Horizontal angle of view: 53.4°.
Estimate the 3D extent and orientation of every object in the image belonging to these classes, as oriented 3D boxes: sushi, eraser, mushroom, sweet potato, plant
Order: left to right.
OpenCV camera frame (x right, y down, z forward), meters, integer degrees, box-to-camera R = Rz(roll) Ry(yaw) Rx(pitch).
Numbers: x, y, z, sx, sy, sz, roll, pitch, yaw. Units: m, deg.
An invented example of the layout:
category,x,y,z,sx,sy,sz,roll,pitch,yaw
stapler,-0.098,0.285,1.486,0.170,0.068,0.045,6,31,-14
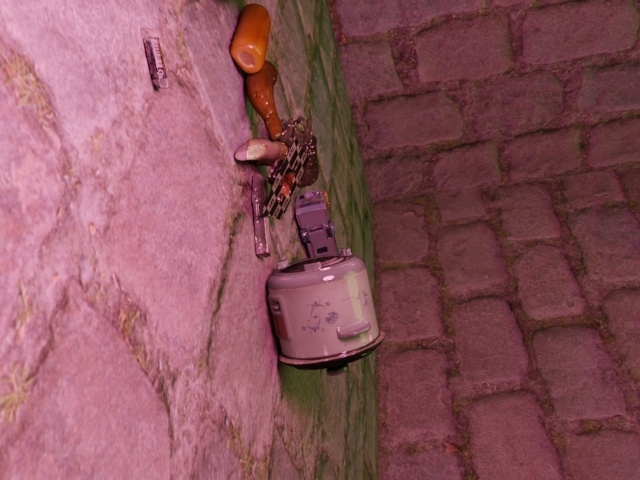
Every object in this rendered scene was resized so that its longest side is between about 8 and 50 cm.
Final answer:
category,x,y,z,sx,sy,sz,roll,pitch,yaw
eraser,-0.269,-0.296,1.033,0.027,0.019,0.099,-33,116,-63
mushroom,-0.144,-0.208,1.499,0.209,0.084,0.071,-19,114,-74
sweet potato,-0.138,-0.378,1.578,0.108,0.079,0.346,46,24,-39
sushi,-0.097,-0.147,1.533,0.210,0.040,0.192,30,83,-80
plant,-0.073,-0.247,1.751,0.132,0.129,0.194,-82,165,-62

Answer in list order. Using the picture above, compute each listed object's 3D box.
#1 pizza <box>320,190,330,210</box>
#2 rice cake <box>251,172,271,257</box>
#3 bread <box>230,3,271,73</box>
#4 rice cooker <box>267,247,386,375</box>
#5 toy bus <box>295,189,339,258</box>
category,x,y,z,sx,sy,sz,roll,pitch,yaw
pizza,0.009,-0.071,2.252,0.134,0.056,0.271,83,6,-48
rice cake,-0.140,-0.061,1.515,0.047,0.036,0.206,80,5,-77
bread,-0.165,-0.506,1.567,0.092,0.074,0.239,45,31,-34
rice cooker,0.010,0.182,1.547,0.317,0.264,0.316,31,-51,48
toy bus,0.000,0.000,2.047,0.136,0.109,0.329,-102,177,-50
